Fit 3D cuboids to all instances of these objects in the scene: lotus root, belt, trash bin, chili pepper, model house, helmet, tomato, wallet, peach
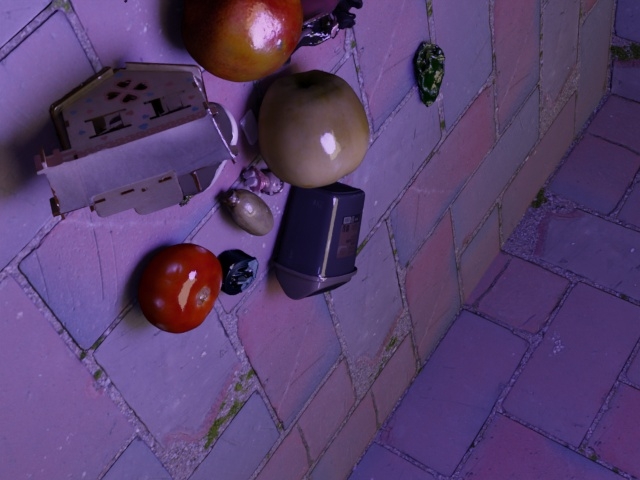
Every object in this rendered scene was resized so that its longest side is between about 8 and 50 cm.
[{"bbox_3d":[-0.162,-0.068,2.088,0.077,0.090,0.183,-37,149,6],"label":"lotus root"},{"bbox_3d":[-0.200,0.076,2.168,0.140,0.058,0.105,-11,125,-58],"label":"belt"},{"bbox_3d":[0.000,0.000,2.335,0.209,0.182,0.290,-10,115,-57],"label":"trash bin"},{"bbox_3d":[0.303,-0.460,2.614,0.108,0.062,0.216,-44,147,-23],"label":"chili pepper"},{"bbox_3d":[-0.329,-0.183,1.596,0.326,0.244,0.169,-20,137,-9],"label":"model house"},{"bbox_3d":[-0.033,-0.483,1.917,0.253,0.154,0.198,-21,168,-41],"label":"helmet"},{"bbox_3d":[-0.296,0.098,1.936,0.195,0.136,0.195,-42,144,-41],"label":"tomato"},{"bbox_3d":[-0.153,-0.250,2.040,0.044,0.011,0.083,-54,151,-19],"label":"wallet"},{"bbox_3d":[-0.146,-0.408,1.710,0.231,0.231,0.231,-40,143,-39],"label":"peach"}]

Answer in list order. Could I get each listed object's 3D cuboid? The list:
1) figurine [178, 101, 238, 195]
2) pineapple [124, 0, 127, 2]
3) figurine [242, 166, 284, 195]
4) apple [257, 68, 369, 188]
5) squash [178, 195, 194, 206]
[{"bbox_3d":[-0.207,-0.178,1.784,0.141,0.250,0.167,-12,83,-50],"label":"figurine"},{"bbox_3d":[-0.173,-0.484,1.498,0.202,0.362,0.202,53,26,-39],"label":"pineapple"},{"bbox_3d":[-0.134,-0.141,2.123,0.054,0.072,0.129,-29,161,31],"label":"figurine"},{"bbox_3d":[-0.016,-0.244,2.027,0.262,0.262,0.262,-40,143,-39],"label":"apple"},{"bbox_3d":[-0.245,-0.149,1.921,0.183,0.052,0.052,-56,151,-13],"label":"squash"}]
